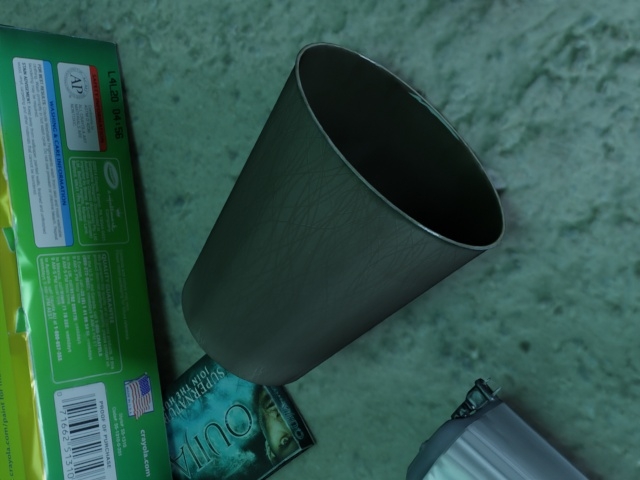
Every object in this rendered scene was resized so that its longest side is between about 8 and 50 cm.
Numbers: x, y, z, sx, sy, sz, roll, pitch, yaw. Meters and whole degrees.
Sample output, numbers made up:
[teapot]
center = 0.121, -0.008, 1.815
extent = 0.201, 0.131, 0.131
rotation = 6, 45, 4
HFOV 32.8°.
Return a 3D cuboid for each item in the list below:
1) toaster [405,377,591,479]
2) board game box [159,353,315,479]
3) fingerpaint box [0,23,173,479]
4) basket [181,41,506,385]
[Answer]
[toaster]
center = 0.125, 0.224, 0.806
extent = 0.146, 0.129, 0.227
rotation = 38, 115, 20
[board game box]
center = -0.099, 0.181, 1.019
extent = 0.186, 0.026, 0.126
rotation = -42, 73, 33
[fingerpaint box]
center = -0.352, 0.054, 1.084
extent = 0.371, 0.163, 0.445
rotation = -11, 86, 36
[basket]
center = 0.000, 0.000, 0.848
extent = 0.204, 0.154, 0.227
rotation = 50, 126, 16
